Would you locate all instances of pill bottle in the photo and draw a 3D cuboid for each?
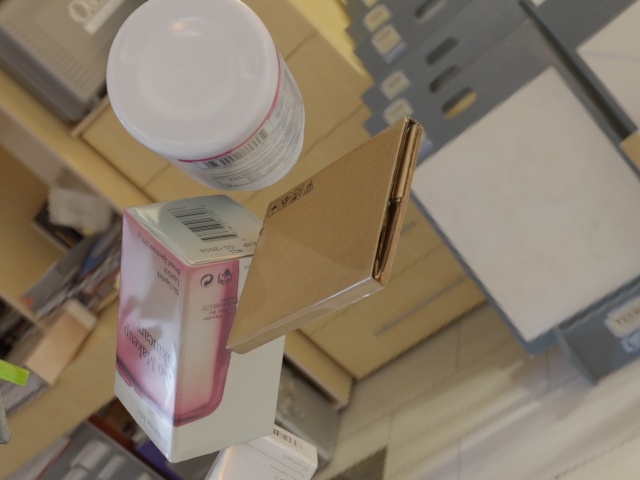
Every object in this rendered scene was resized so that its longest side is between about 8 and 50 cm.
[{"bbox_3d":[-0.102,-0.139,1.019,0.160,0.160,0.283,-47,-9,0],"label":"pill bottle"}]

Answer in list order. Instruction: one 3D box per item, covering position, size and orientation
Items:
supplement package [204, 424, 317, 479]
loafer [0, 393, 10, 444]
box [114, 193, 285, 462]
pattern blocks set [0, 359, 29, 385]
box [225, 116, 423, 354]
[{"bbox_3d":[-0.090,0.306,1.153,0.179,0.105,0.105,-62,2,0],"label":"supplement package"},{"bbox_3d":[-0.509,0.237,1.359,0.087,0.094,0.251,-20,17,-40],"label":"loafer"},{"bbox_3d":[-0.127,0.088,1.033,0.149,0.127,0.232,35,126,46],"label":"box"},{"bbox_3d":[-0.461,0.104,1.080,0.026,0.285,0.325,-69,14,-12],"label":"pattern blocks set"},{"bbox_3d":[0.000,0.000,0.831,0.201,0.021,0.164,-29,37,46],"label":"box"}]
